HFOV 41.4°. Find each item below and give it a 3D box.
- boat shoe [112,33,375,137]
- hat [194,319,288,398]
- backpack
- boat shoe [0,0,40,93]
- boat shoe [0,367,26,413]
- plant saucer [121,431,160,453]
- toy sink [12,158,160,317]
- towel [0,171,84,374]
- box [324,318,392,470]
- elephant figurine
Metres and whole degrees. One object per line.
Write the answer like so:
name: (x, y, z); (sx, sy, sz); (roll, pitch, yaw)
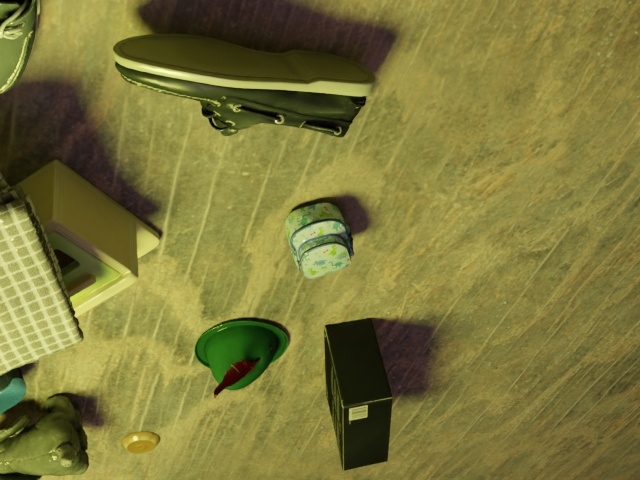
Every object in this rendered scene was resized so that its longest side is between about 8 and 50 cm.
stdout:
boat shoe: (-0.099, -0.187, 1.090); (0.340, 0.127, 0.113); (-2, 128, -28)
hat: (-0.146, 0.265, 1.559); (0.209, 0.183, 0.173); (15, 133, -30)
backpack: (0.000, 0.000, 1.370); (0.105, 0.084, 0.114); (-18, 138, 1)
boat shoe: (-0.367, -0.274, 0.929); (0.116, 0.099, 0.319); (3, 138, -21)
boat shoe: (-0.638, 0.293, 1.532); (0.258, 0.089, 0.109); (-27, 152, 7)
plant saucer: (-0.388, 0.439, 1.826); (0.084, 0.015, 0.083); (-8, 140, -7)
toy sink: (-0.362, 0.020, 1.251); (0.153, 0.131, 0.234); (-28, 138, 17)
towel: (-0.447, 0.064, 1.065); (0.235, 0.121, 0.283); (-21, 137, -13)
box: (0.071, 0.307, 1.672); (0.103, 0.184, 0.261); (-11, 141, -7)
elephant figurine: (-0.575, 0.406, 1.611); (0.240, 0.169, 0.186); (-13, 146, -7)
